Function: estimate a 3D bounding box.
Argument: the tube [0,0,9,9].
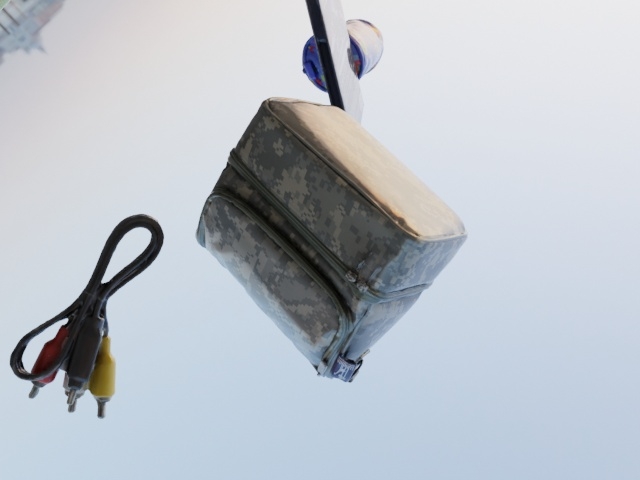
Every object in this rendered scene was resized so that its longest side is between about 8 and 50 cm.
[{"bbox_3d":[-0.555,-0.493,1.345,0.240,0.062,0.070,-37,-120,4],"label":"tube"}]

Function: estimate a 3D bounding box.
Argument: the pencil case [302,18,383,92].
[{"bbox_3d":[0.047,-0.372,1.486,0.133,0.119,0.306,-22,-167,19],"label":"pencil case"}]

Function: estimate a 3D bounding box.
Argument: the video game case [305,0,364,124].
[{"bbox_3d":[0.028,-0.305,1.225,0.026,0.274,0.196,-8,-146,14],"label":"video game case"}]

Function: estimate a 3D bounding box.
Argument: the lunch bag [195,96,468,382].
[{"bbox_3d":[0.000,0.000,0.967,0.256,0.305,0.213,-54,161,25],"label":"lunch bag"}]

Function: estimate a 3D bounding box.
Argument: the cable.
[{"bbox_3d":[-0.306,0.091,0.974,0.072,0.140,0.287,-168,-83,-75],"label":"cable"}]
